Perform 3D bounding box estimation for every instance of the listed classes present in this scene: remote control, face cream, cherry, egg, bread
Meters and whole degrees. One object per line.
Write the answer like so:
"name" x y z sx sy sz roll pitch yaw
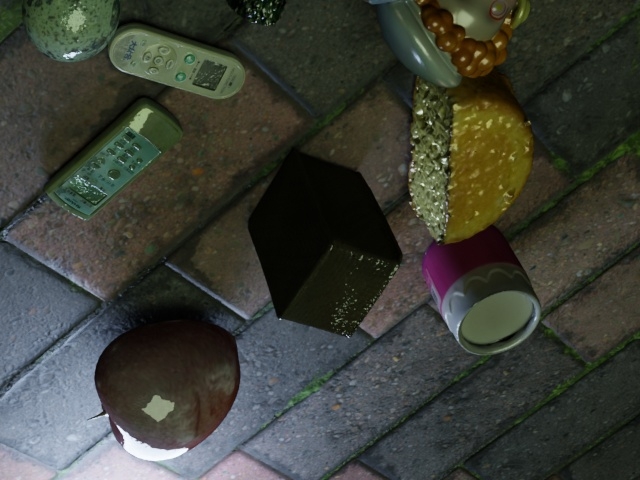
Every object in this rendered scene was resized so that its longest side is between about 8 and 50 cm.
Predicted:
"remote control" -0.217 -0.273 1.820 0.221 0.042 0.078 13 123 -31
"face cream" 0.298 0.090 2.227 0.175 0.195 0.175 -10 133 -11
"remote control" -0.327 -0.129 1.907 0.233 0.038 0.098 -39 131 15
"cherry" -0.272 0.263 2.151 0.307 0.221 0.261 -30 139 -20
"egg" -0.340 -0.330 1.662 0.132 0.132 0.172 15 113 -31
"bread" 0.257 -0.161 1.993 0.179 0.194 0.340 -8 127 -12

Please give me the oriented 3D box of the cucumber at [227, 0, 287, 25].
"cucumber" -0.031 -0.459 1.656 0.096 0.096 0.359 6 136 -25

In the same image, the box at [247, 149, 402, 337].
"box" 0.002 0.001 1.985 0.143 0.273 0.184 18 120 -29

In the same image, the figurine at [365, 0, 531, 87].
"figurine" 0.244 -0.409 1.798 0.382 0.205 0.224 -45 119 -3
